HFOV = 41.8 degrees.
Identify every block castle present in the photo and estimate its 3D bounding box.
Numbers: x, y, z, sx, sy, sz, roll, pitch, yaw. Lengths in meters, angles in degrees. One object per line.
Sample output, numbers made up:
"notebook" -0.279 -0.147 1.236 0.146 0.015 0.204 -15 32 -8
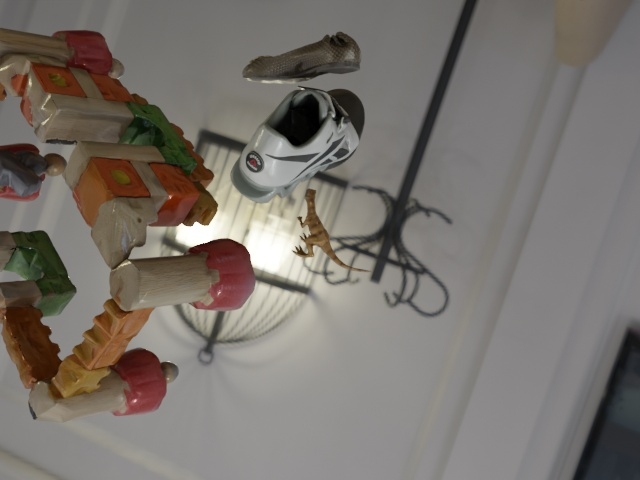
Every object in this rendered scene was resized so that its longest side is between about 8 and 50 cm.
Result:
"block castle" -0.291 -0.031 1.052 0.212 0.303 0.453 -4 -129 -51

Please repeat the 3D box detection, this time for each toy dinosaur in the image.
"toy dinosaur" 0.000 0.000 1.672 0.064 0.212 0.112 -22 171 -43

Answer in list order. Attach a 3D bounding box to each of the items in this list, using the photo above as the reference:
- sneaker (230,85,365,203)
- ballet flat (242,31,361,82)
"sneaker" -0.004 -0.188 1.341 0.122 0.146 0.330 36 -137 7
"ballet flat" -0.032 -0.277 1.285 0.084 0.058 0.249 -6 -174 -40
